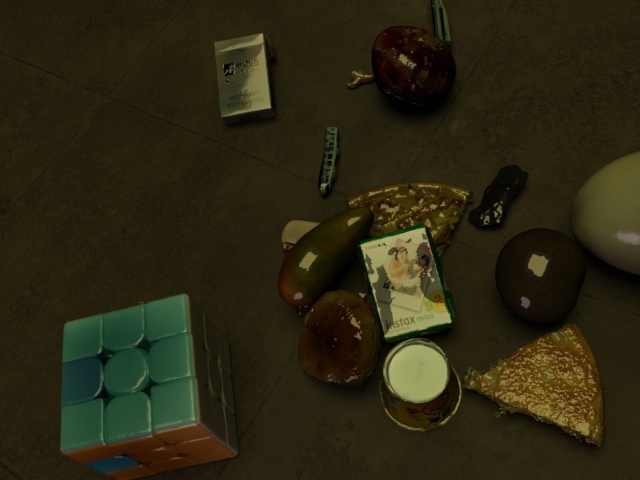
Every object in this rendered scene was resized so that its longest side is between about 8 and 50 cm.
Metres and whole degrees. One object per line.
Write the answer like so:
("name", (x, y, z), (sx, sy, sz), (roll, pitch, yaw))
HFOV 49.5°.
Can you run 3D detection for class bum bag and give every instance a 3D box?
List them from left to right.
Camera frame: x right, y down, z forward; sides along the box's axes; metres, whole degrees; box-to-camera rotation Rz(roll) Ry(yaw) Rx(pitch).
("bum bag", (0.444, -0.107, 1.714), (0.087, 0.049, 0.198), (15, 64, 47))

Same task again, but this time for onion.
("onion", (0.249, -0.467, 1.876), (0.246, 0.190, 0.246), (10, 48, -11))

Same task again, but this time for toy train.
("toy train", (0.023, -0.209, 1.865), (0.047, 0.043, 0.208), (2, 62, 9))
("toy train", (0.351, -0.661, 2.040), (0.048, 0.055, 0.252), (-6, 61, 10))

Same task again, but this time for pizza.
("pizza", (0.217, -0.056, 1.715), (0.323, 0.089, 0.223), (-3, 58, 12))
("pizza", (0.446, 0.293, 1.476), (0.287, 0.075, 0.280), (-1, 57, 14))

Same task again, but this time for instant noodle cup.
("instant noodle cup", (0.208, 0.299, 1.479), (0.182, 0.144, 0.182), (-5, 60, 9))

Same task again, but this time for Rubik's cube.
("Rubik's cube", (-0.364, 0.327, 1.508), (0.291, 0.291, 0.290), (-12, 59, 4))

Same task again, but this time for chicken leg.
("chicken leg", (-0.193, -0.538, 2.091), (0.093, 0.070, 0.178), (26, 77, 18))

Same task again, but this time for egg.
("egg", (0.716, -0.060, 1.490), (0.345, 0.283, 0.283), (0, 61, 21))

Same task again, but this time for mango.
("mango", (0.007, 0.033, 1.626), (0.129, 0.146, 0.289), (40, 66, 14))

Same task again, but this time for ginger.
("ginger", (0.118, -0.471, 2.001), (0.097, 0.030, 0.048), (-20, 86, 4))

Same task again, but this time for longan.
("longan", (0.480, 0.076, 1.523), (0.198, 0.198, 0.212), (12, 80, 18))

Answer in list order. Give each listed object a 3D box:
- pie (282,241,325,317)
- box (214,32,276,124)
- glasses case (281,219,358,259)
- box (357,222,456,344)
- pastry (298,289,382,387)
("pie", (-0.033, 0.085, 1.696), (0.088, 0.033, 0.191), (-12, 77, -7))
("box", (-0.219, -0.469, 2.017), (0.155, 0.067, 0.243), (-7, 76, 6))
("glasses case", (0.000, 0.000, 1.749), (0.196, 0.050, 0.083), (7, 65, 16))
("box", (0.194, 0.101, 1.580), (0.180, 0.103, 0.250), (-16, 78, 5))
("pastry", (0.041, 0.224, 1.543), (0.218, 0.100, 0.229), (-50, 61, 27))
